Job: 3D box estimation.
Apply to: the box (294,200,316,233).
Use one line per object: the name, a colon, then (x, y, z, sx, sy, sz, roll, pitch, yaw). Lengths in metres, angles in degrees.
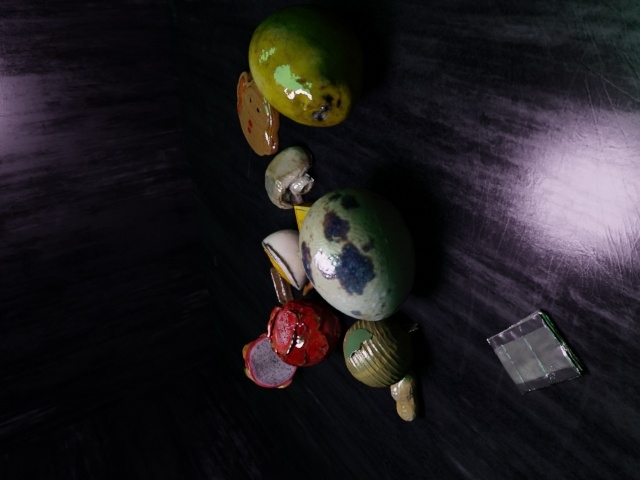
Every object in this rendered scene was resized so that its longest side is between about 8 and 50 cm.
box: (0.000, 0.000, 1.950, 0.193, 0.084, 0.301, 13, 117, 57)

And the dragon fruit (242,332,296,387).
dragon fruit: (-0.271, 0.643, 2.612, 0.305, 0.306, 0.226, 69, 159, 5)

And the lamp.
lamp: (0.215, 0.359, 1.654, 0.284, 0.250, 0.250, -41, 63, 16)

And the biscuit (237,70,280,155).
biscuit: (-0.272, -0.563, 2.127, 0.359, 0.074, 0.381, 56, 151, 23)

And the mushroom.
mushroom: (-0.140, -0.255, 1.965, 0.189, 0.164, 0.267, 61, 150, 16)

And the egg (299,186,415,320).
egg: (0.117, 0.046, 1.504, 0.345, 0.345, 0.427, 4, 118, 60)

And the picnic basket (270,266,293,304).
picnic basket: (-0.191, 0.222, 2.449, 0.110, 0.055, 0.193, -6, 101, 62)

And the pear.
pear: (-0.034, -0.522, 1.449, 0.413, 0.352, 0.352, 59, 150, 36)

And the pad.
pad: (0.538, 0.291, 1.247, 0.174, 0.022, 0.233, 61, 151, 18)

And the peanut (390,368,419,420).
peanut: (0.306, 0.548, 1.745, 0.099, 0.100, 0.214, 16, 125, 57)

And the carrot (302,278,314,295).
carrot: (-0.054, 0.213, 2.222, 0.048, 0.048, 0.216, 63, 155, 15)

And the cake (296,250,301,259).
cake: (-0.017, 0.135, 1.878, 0.100, 0.099, 0.235, 27, 131, 52)

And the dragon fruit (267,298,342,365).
dragon fruit: (-0.064, 0.387, 2.078, 0.296, 0.302, 0.295, 29, 124, 55)

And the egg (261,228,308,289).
egg: (-0.118, 0.072, 2.130, 0.264, 0.174, 0.286, 43, 165, 49)
